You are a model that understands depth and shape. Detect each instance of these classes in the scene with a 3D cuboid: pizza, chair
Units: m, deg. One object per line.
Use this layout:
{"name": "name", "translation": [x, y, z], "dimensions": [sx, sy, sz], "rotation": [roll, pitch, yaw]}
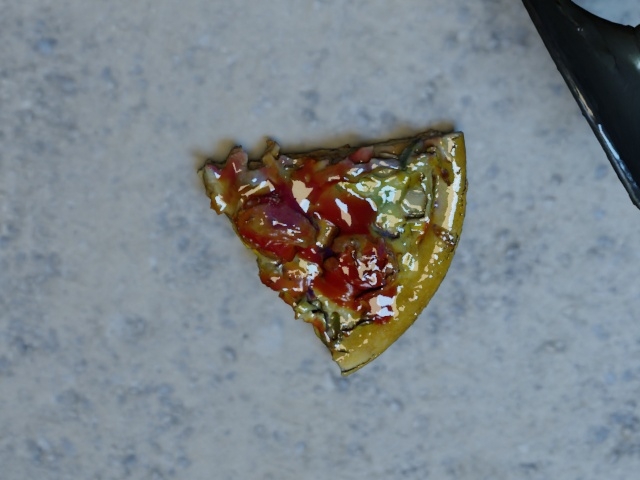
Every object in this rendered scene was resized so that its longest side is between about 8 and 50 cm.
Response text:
{"name": "pizza", "translation": [0.000, 0.000, 1.133], "dimensions": [0.193, 0.053, 0.201], "rotation": [14, 112, -6]}
{"name": "chair", "translation": [0.326, -0.192, 0.957], "dimensions": [0.401, 0.226, 0.226], "rotation": [-30, 109, 12]}
